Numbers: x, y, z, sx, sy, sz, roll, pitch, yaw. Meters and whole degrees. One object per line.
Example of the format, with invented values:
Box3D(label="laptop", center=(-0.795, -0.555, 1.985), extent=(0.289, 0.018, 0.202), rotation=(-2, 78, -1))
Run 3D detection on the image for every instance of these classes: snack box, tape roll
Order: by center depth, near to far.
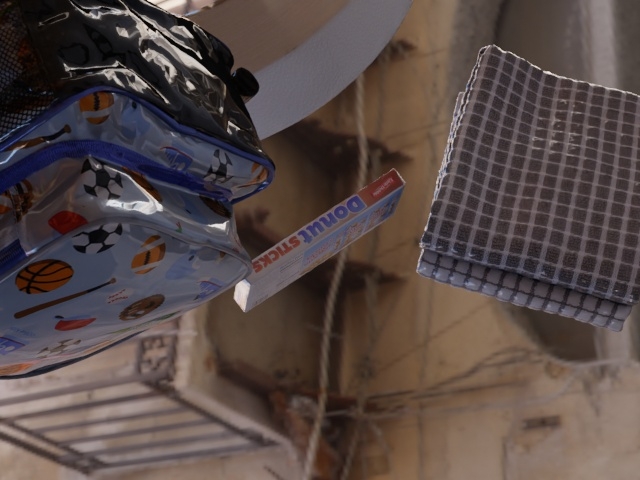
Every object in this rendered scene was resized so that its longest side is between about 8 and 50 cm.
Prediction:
Box3D(label="tape roll", center=(-0.104, -0.237, 1.047), extent=(0.072, 0.392, 0.392), rotation=(60, -148, -50))
Box3D(label="snack box", center=(0.000, 0.000, 1.099), extent=(0.178, 0.064, 0.022), rotation=(-33, -108, -21))

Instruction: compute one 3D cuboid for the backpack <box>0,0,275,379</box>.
Box3D(label="backpack", center=(-0.184, -0.030, 0.739), extent=(0.276, 0.263, 0.213), rotation=(28, -136, -60))

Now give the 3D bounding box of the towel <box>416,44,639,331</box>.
Box3D(label="towel", center=(0.242, -0.065, 1.296), extent=(0.121, 0.235, 0.284), rotation=(94, -168, -55))
